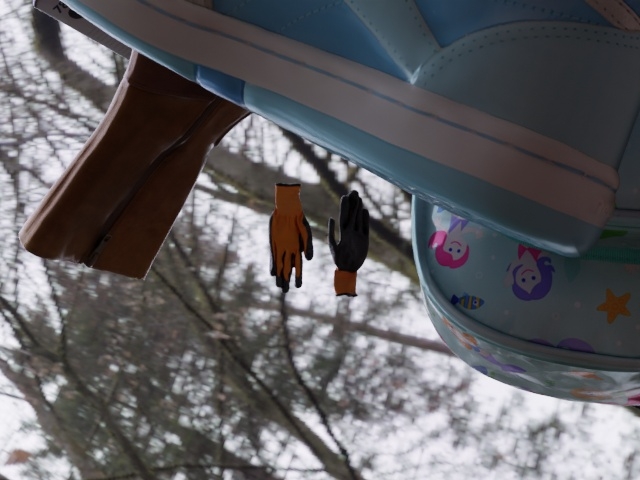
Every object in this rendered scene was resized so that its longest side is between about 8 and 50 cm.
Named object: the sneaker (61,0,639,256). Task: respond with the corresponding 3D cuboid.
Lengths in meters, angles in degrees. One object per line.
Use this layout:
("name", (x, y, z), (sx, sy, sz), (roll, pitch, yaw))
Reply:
("sneaker", (0.020, -0.147, 0.496), (0.208, 0.319, 0.127), (-64, -19, 6))

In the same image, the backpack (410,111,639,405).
("backpack", (0.160, -0.041, 0.617), (0.191, 0.225, 0.253), (63, -142, -72))

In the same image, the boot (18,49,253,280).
("boot", (-0.087, -0.081, 0.928), (0.264, 0.096, 0.280), (11, -68, -59))

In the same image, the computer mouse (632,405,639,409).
("computer mouse", (0.356, 0.123, 1.205), (0.262, 0.184, 0.060), (48, -131, 6))

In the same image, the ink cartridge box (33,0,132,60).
("ink cartridge box", (-0.271, -0.321, 1.384), (0.332, 0.065, 0.165), (29, -143, -46))

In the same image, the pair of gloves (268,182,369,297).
("pair of gloves", (0.000, 0.000, 0.740), (0.083, 0.010, 0.074), (6, -94, -37))
